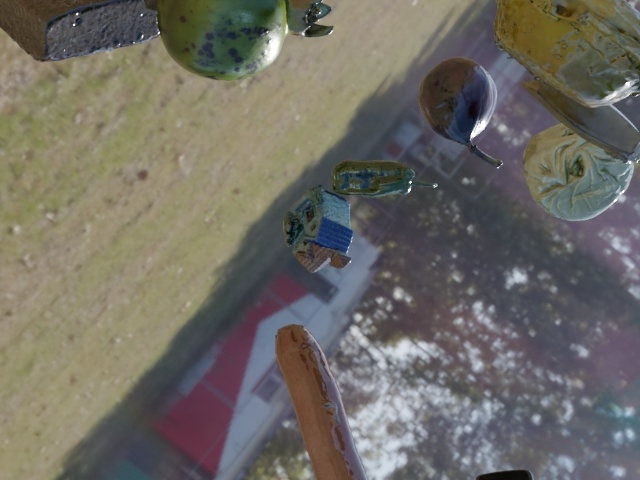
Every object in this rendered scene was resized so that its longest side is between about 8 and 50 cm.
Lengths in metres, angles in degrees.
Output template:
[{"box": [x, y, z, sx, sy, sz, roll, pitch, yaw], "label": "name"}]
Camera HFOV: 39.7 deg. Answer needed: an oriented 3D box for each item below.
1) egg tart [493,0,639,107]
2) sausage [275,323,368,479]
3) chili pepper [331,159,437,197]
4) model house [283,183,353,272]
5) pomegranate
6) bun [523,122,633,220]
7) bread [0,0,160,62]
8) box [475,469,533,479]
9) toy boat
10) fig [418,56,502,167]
[{"box": [0.312, -0.252, 1.116, 0.116, 0.294, 0.295, -52, 177, 10], "label": "egg tart"}, {"box": [0.013, 0.334, 1.506, 0.094, 0.419, 0.094, -32, 154, 27], "label": "sausage"}, {"box": [0.122, -0.118, 1.674, 0.073, 0.203, 0.072, -85, 174, -59], "label": "chili pepper"}, {"box": [0.000, 0.000, 1.737, 0.148, 0.119, 0.149, -45, -141, 30], "label": "model house"}, {"box": [-0.105, -0.325, 1.203, 0.246, 0.198, 0.198, -26, 179, 4], "label": "pomegranate"}, {"box": [0.539, -0.152, 1.868, 0.229, 0.229, 0.145, -52, 172, 13], "label": "bun"}, {"box": [-0.323, -0.401, 1.476, 0.416, 0.165, 0.113, -24, 143, -37], "label": "bread"}, {"box": [0.399, 0.545, 1.897, 0.125, 0.126, 0.027, -87, 167, -57], "label": "box"}, {"box": [0.389, -0.185, 1.306, 0.064, 0.206, 0.072, -54, 180, 5], "label": "toy boat"}, {"box": [0.327, -0.298, 2.094, 0.204, 0.186, 0.250, 44, 41, -76], "label": "fig"}]
